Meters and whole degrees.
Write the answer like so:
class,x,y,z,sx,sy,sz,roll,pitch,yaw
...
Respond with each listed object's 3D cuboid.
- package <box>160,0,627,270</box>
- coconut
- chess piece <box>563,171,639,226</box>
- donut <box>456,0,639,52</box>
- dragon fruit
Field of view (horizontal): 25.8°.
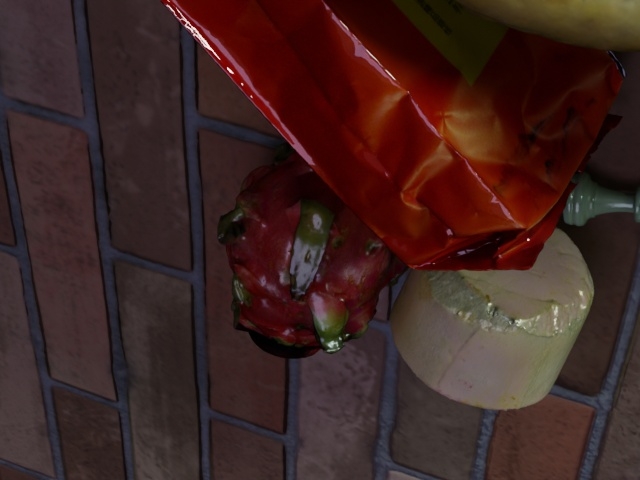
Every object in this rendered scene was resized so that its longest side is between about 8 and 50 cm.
class,x,y,z,sx,sy,sz,roll,pitch,yaw
package,0.023,-0.173,0.914,0.423,0.196,0.123,46,142,-16
coconut,0.135,0.061,1.114,0.147,0.147,0.152,25,140,6
chess piece,0.232,-0.028,1.050,0.093,0.042,0.042,6,133,19
donut,0.163,-0.295,0.701,0.449,0.198,0.449,12,133,13
dragon fruit,0.000,0.000,1.127,0.166,0.160,0.172,58,147,39
